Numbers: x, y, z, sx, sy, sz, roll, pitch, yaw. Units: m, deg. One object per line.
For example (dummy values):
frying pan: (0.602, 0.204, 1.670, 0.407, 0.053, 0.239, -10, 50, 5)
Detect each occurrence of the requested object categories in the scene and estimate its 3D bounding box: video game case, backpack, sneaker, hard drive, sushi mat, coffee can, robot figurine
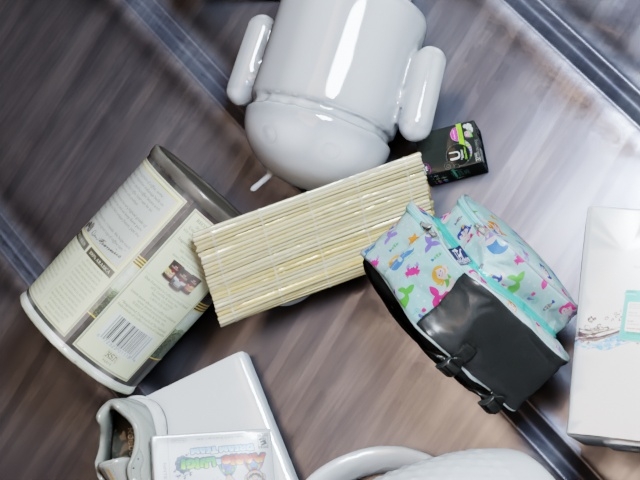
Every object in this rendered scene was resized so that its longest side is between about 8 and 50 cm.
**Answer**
video game case: (-0.136, 0.317, 1.742, 0.157, 0.019, 0.143, -2, 76, -15)
backpack: (0.174, 0.060, 1.666, 0.191, 0.225, 0.253, -50, 35, 1)
sneaker: (-0.247, 0.327, 1.757, 0.099, 0.121, 0.262, -18, 74, 14)
hard drive: (-0.134, 0.329, 1.808, 0.203, 0.040, 0.307, -26, 71, 10)
sushi mat: (0.000, 0.000, 1.753, 0.317, 0.151, 0.019, -20, 30, -6)
coffee can: (-0.236, 0.038, 1.819, 0.275, 0.201, 0.201, -47, 69, 2)
robot figurine: (0.020, -0.215, 1.799, 0.300, 0.200, 0.353, 14, 82, 27)

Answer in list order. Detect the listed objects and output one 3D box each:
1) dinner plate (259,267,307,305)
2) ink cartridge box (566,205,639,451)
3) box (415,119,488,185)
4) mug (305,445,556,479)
dinner plate: (-0.033, 0.021, 1.798, 0.017, 0.141, 0.141, 19, 83, 45)
ink cartridge box: (0.409, 0.117, 1.609, 0.197, 0.198, 0.270, 5, 80, 17)
box: (0.174, -0.116, 1.809, 0.083, 0.052, 0.062, -13, 73, 15)
mug: (0.109, 0.373, 1.611, 0.328, 0.276, 0.374, -27, 36, -19)
